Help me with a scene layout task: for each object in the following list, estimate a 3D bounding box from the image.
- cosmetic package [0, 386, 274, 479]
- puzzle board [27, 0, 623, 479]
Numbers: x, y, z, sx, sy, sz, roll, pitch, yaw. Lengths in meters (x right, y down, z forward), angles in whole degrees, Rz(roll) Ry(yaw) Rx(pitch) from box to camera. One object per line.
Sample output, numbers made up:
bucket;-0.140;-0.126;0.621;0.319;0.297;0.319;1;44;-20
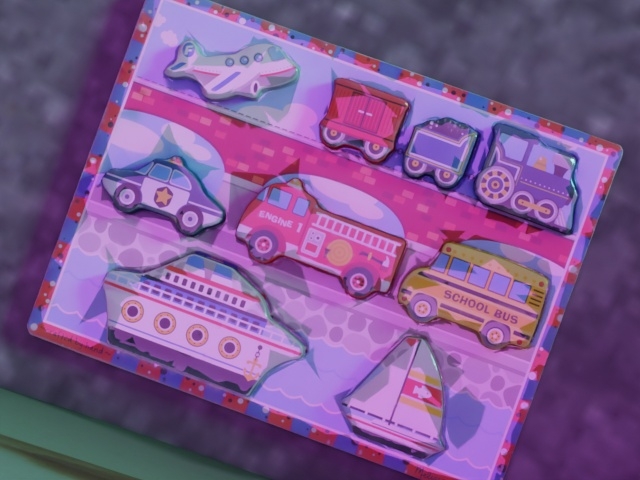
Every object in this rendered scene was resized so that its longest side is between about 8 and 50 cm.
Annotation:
cosmetic package;-0.073;0.117;0.389;0.296;0.129;0.153;16;90;6
puzzle board;0.000;0.000;0.447;0.128;0.011;0.096;20;89;6
